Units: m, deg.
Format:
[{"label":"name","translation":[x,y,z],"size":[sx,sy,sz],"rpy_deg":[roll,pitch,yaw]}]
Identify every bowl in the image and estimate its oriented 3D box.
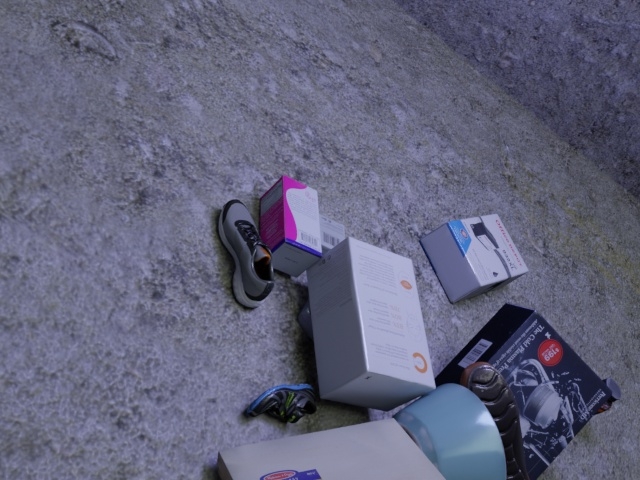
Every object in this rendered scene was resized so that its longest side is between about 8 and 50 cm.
[{"label":"bowl","translation":[0.245,0.481,1.666],"size":[0.163,0.311,0.311],"rpy_deg":[-2,62,-26]}]

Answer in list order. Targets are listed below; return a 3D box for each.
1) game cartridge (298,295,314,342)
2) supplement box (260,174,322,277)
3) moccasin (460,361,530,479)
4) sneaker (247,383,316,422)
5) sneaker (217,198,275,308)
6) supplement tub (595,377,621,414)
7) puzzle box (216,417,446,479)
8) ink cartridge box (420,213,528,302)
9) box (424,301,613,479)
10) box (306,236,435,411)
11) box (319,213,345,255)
[{"label":"game cartridge","translation":[0.079,0.233,1.886],"size":[0.297,0.062,0.198],"rpy_deg":[43,44,-12]},{"label":"supplement box","translation":[-0.076,-0.037,1.875],"size":[0.111,0.114,0.220],"rpy_deg":[24,44,-30]},{"label":"moccasin","translation":[0.403,0.455,1.765],"size":[0.139,0.147,0.379],"rpy_deg":[-26,106,-9]},{"label":"sneaker","translation":[-0.076,0.356,1.626],"size":[0.188,0.067,0.078],"rpy_deg":[5,53,-46]},{"label":"sneaker","translation":[-0.162,0.018,1.765],"size":[0.100,0.108,0.271],"rpy_deg":[4,58,-41]},{"label":"supplement tub","translation":[0.815,0.486,2.307],"size":[0.106,0.198,0.106],"rpy_deg":[25,46,-29]},{"label":"puzzle box","translation":[0.032,0.473,1.456],"size":[0.409,0.052,0.272],"rpy_deg":[-3,26,-26]},{"label":"ink cartridge box","translation":[0.487,0.049,2.365],"size":[0.308,0.129,0.223],"rpy_deg":[-9,68,-48]},{"label":"box","translation":[0.506,0.393,1.946],"size":[0.312,0.179,0.343],"rpy_deg":[45,83,-10]},{"label":"box","translation":[0.112,0.199,1.770],"size":[0.215,0.168,0.345],"rpy_deg":[20,49,-34]},{"label":"box","translation":[0.000,0.000,1.952],"size":[0.101,0.087,0.101],"rpy_deg":[25,46,-31]}]
